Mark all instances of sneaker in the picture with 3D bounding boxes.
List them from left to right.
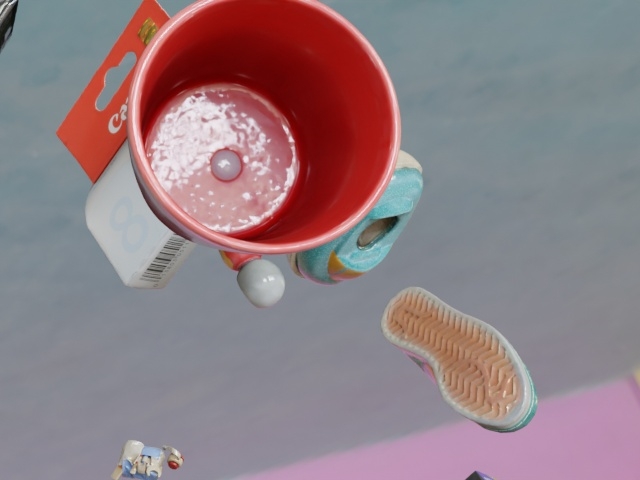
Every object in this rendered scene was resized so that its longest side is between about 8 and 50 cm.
[{"bbox_3d":[0.192,0.157,1.942,0.121,0.302,0.108,37,94,-34],"label":"sneaker"}]

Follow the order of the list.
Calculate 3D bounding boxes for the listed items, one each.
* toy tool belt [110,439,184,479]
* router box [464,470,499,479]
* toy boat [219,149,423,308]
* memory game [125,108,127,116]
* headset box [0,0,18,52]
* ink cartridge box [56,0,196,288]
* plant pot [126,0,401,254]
[{"bbox_3d":[-0.218,0.287,1.978,0.083,0.051,0.052,8,138,15],"label":"toy tool belt"},{"bbox_3d":[0.181,0.505,2.131,0.309,0.243,0.081,-45,140,13],"label":"router box"},{"bbox_3d":[0.000,0.000,2.221,0.318,0.148,0.267,-16,152,-33],"label":"toy boat"},{"bbox_3d":[-0.224,-0.246,2.299,0.012,0.186,0.186,34,126,-27],"label":"memory game"},{"bbox_3d":[-0.513,-0.219,1.704,0.246,0.283,0.131,-63,-173,-20],"label":"headset box"},{"bbox_3d":[-0.279,-0.163,2.453,0.091,0.385,0.308,8,127,-51],"label":"ink cartridge box"},{"bbox_3d":[-0.081,-0.102,1.646,0.275,0.275,0.243,-18,177,-17],"label":"plant pot"}]
